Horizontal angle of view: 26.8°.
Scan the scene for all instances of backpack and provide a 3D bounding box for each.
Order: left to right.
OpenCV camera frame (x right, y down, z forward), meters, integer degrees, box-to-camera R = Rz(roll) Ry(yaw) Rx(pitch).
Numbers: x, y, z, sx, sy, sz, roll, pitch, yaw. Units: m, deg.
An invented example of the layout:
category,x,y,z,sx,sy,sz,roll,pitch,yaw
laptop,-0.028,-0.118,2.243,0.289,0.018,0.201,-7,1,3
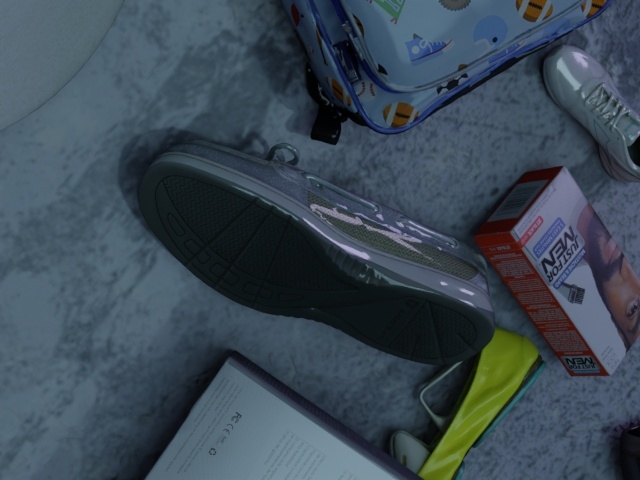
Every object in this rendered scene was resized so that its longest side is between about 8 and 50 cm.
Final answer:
category,x,y,z,sx,sy,sz,roll,pitch,yaw
backpack,0.072,-0.240,1.029,0.276,0.213,0.263,-31,97,-7

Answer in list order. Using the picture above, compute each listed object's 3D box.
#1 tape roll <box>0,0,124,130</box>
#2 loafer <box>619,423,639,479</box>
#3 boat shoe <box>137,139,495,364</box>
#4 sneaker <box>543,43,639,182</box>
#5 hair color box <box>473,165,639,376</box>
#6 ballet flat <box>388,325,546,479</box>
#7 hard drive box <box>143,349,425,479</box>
category,x,y,z,sx,sy,sz,roll,pitch,yaw
tape roll,-0.269,-0.253,0.876,0.392,0.072,0.392,-24,122,-44
loafer,0.419,0.166,1.261,0.302,0.109,0.095,-25,102,-9
boat shoe,0.002,-0.001,1.103,0.320,0.103,0.118,23,134,-17
sneaker,0.254,-0.112,1.179,0.053,0.061,0.152,-43,108,-5
hair color box,0.218,0.029,1.181,0.093,0.053,0.167,-48,113,-29
ballet flat,0.107,0.173,1.184,0.077,0.077,0.231,35,85,1
hard drive box,-0.028,0.229,1.093,0.232,0.089,0.181,35,90,1
